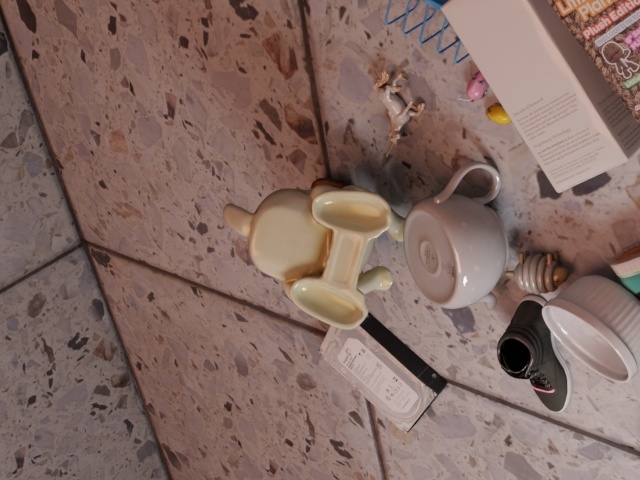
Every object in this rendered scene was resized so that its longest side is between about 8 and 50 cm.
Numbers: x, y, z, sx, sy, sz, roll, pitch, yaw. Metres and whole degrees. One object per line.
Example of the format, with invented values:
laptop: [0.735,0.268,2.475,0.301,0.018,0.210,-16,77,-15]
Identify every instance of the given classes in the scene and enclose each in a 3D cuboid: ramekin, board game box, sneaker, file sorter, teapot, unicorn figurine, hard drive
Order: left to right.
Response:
hard drive: [0.157,0.341,2.153,0.339,0.064,0.237,42,141,15]
unicorn figurine: [0.162,-0.276,1.678,0.111,0.060,0.162,-30,79,53]
file sorter: [0.219,-0.416,1.454,0.170,0.118,0.105,35,143,22]
teapot: [0.300,0.006,1.646,0.253,0.187,0.256,67,158,17]
sneaker: [0.454,0.279,1.724,0.104,0.147,0.296,3,122,43]
ramekin: [0.538,0.161,1.525,0.207,0.109,0.207,45,169,11]
board game box: [0.489,-0.328,1.143,0.291,0.232,0.141,54,143,0]
sneaker: [0.650,0.043,1.376,0.121,0.108,0.302,56,151,-5]

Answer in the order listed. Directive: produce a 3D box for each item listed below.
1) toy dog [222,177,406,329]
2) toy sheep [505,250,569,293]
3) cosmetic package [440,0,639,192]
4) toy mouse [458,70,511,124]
toy dog: [0.000,0.000,1.802,0.395,0.408,0.285,7,100,9]
toy sheep: [0.439,0.066,1.625,0.132,0.091,0.091,2,120,39]
cosmetic package: [0.389,-0.293,1.307,0.366,0.197,0.155,57,143,-2]
toy mouse: [0.325,-0.287,1.510,0.161,0.031,0.143,18,130,37]
